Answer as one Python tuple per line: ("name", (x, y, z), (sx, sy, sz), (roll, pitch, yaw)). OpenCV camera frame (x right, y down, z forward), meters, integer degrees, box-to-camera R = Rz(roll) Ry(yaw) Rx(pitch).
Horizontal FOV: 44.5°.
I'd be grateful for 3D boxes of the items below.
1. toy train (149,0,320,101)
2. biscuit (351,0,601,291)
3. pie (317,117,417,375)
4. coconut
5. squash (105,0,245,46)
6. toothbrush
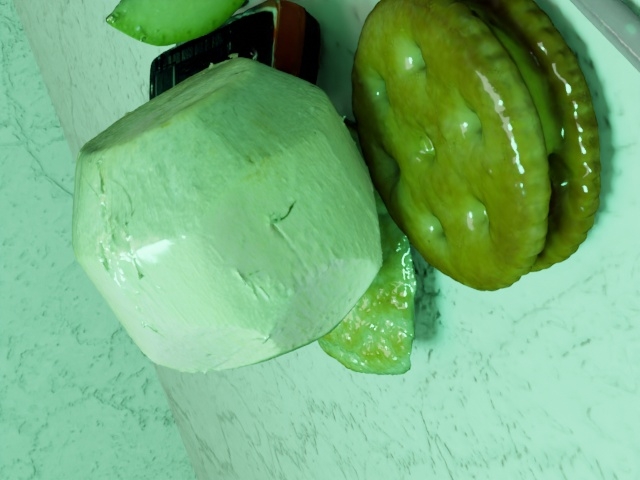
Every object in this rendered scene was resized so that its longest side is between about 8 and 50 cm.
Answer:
("toy train", (-0.095, -0.176, 0.830), (0.409, 0.089, 0.086), (11, 96, 63))
("biscuit", (0.095, -0.071, 0.536), (0.220, 0.066, 0.220), (54, 156, 36))
("pie", (0.006, 0.002, 0.765), (0.257, 0.105, 0.275), (-10, 103, 58))
("coconut", (-0.067, -0.007, 0.607), (0.227, 0.227, 0.230), (22, 144, 60))
("squash", (-0.103, -0.251, 0.725), (0.085, 0.192, 0.184), (42, -170, -17))
("toothbrush", (0.134, -0.147, 0.430), (0.286, 0.020, 0.025), (56, -172, 23))
